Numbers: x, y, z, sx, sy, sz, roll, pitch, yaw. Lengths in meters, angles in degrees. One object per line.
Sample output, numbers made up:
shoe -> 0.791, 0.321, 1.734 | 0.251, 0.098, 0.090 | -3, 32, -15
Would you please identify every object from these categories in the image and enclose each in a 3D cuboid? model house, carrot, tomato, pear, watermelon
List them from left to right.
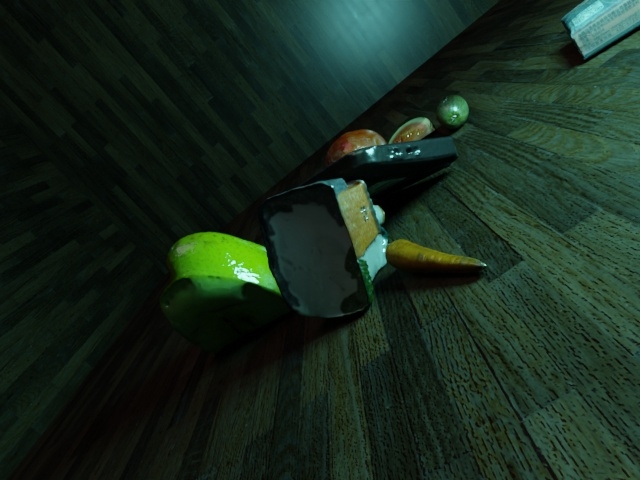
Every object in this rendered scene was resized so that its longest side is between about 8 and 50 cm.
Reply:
pear -> -0.270, 0.107, 1.214 | 0.342, 0.318, 0.238 | -31, 38, 25
model house -> 0.040, -0.011, 1.004 | 0.190, 0.271, 0.301 | -13, 12, 31
tomato -> 0.132, -0.288, 1.599 | 0.232, 0.188, 0.232 | -28, 24, 14
watermelon -> 0.320, -0.372, 1.663 | 0.245, 0.063, 0.119 | -24, 36, 44
carrot -> 0.201, 0.039, 0.832 | 0.061, 0.061, 0.256 | -45, 25, -16

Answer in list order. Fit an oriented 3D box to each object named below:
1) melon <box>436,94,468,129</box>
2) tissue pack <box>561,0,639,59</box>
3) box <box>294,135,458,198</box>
melon -> 0.414, -0.405, 1.441 | 0.099, 0.099, 0.162 | -32, 18, 28
tissue pack -> 0.768, -0.597, 1.118 | 0.315, 0.103, 0.228 | -31, 20, 35
box -> 0.131, -0.168, 1.187 | 0.350, 0.091, 0.359 | -14, -6, -33
